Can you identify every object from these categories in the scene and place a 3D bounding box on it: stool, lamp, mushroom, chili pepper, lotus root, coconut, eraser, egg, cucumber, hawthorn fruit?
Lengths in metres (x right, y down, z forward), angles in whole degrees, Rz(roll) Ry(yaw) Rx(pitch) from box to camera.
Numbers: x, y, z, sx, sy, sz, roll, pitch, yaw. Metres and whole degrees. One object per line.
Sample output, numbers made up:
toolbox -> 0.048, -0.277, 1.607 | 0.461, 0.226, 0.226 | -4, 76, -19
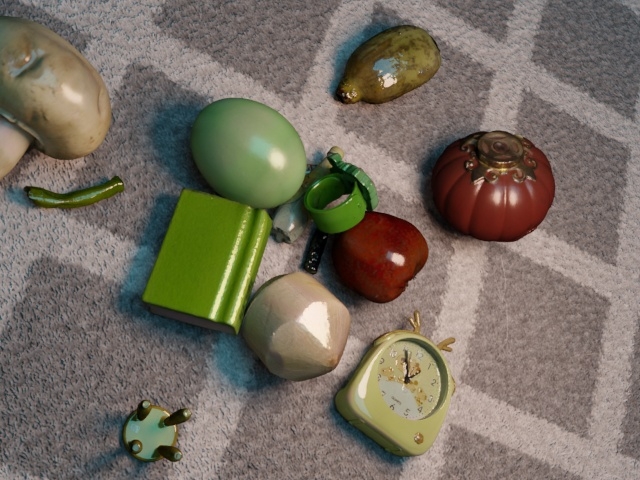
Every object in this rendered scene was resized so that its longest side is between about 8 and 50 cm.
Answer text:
stool -> -0.320, 0.371, 1.554 | 0.135, 0.110, 0.134 | -31, 90, -28
lamp -> 0.423, -0.135, 1.969 | 0.303, 0.257, 0.303 | -1, 47, 1
mushroom -> -0.565, -0.266, 1.554 | 0.315, 0.356, 0.315 | 21, 40, -19
chili pepper -> -0.503, -0.095, 1.645 | 0.201, 0.050, 0.052 | -12, 41, -31
lotus root -> 0.172, -0.432, 2.013 | 0.309, 0.173, 0.173 | -34, 90, -23
coconut -> -0.042, 0.190, 1.666 | 0.224, 0.224, 0.234 | -33, 58, -29
eraser -> -0.230, 0.040, 1.671 | 0.210, 0.092, 0.274 | 15, 66, 9
egg -> -0.157, -0.191, 1.740 | 0.269, 0.220, 0.220 | 42, 61, 3
cucumber -> 0.000, 0.000, 1.860 | 0.043, 0.039, 0.163 | 33, 63, -36
hawthorn fruit -> 0.113, 0.019, 1.819 | 0.248, 0.208, 0.208 | 40, 62, -1

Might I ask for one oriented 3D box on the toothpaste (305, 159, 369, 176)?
toothpaste -> 0.014, -0.165, 1.924 | 0.218, 0.033, 0.052 | 7, 68, -19

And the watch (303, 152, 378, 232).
watch -> 0.036, -0.091, 1.774 | 0.152, 0.165, 0.131 | -43, 132, -14

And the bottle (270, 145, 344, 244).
bottle -> -0.025, -0.113, 1.848 | 0.083, 0.083, 0.270 | 38, 68, -10

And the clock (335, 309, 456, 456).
clock -> 0.194, 0.316, 1.823 | 0.235, 0.096, 0.308 | 38, 62, -9
